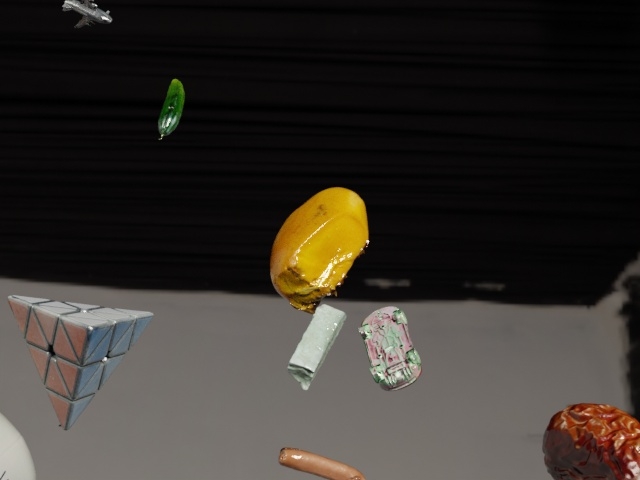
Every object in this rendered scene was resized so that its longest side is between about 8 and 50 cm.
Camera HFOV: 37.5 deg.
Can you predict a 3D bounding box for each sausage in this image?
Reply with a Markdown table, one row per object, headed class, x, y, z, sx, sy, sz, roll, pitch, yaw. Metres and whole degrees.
| class | x | y | z | sx | sy | sz | roll | pitch | yaw |
| --- | --- | --- | --- | --- | --- | --- | --- | --- | --- |
| sausage | 0.008 | 0.420 | 1.730 | 0.043 | 0.186 | 0.043 | -48 | -151 | 37 |

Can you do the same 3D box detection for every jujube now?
| class | x | y | z | sx | sy | sz | roll | pitch | yaw |
| --- | --- | --- | --- | --- | --- | --- | --- | --- | --- |
| jujube | 0.586 | 0.445 | 1.900 | 0.342 | 0.217 | 0.216 | -150 | -119 | -78 |

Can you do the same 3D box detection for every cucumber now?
| class | x | y | z | sx | sy | sz | roll | pitch | yaw |
| --- | --- | --- | --- | --- | --- | --- | --- | --- | --- |
| cucumber | -0.277 | -0.250 | 1.773 | 0.039 | 0.039 | 0.167 | 92 | 2 | -48 |

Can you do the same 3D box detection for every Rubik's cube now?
| class | x | y | z | sx | sy | sz | roll | pitch | yaw |
| --- | --- | --- | --- | --- | --- | --- | --- | --- | --- |
| Rubik's cube | -0.504 | 0.214 | 1.966 | 0.228 | 0.233 | 0.228 | 55 | 15 | -40 |

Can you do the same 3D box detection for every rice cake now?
| class | x | y | z | sx | sy | sz | roll | pitch | yaw |
| --- | --- | --- | --- | --- | --- | --- | --- | --- | --- |
| rice cake | -0.011 | 0.229 | 2.099 | 0.206 | 0.069 | 0.063 | -57 | 166 | -37 |

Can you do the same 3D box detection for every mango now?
| class | x | y | z | sx | sy | sz | roll | pitch | yaw |
| --- | --- | --- | --- | --- | --- | --- | --- | --- | --- |
| mango | 0.000 | 0.000 | 1.629 | 0.126 | 0.154 | 0.252 | 47 | 49 | -26 |

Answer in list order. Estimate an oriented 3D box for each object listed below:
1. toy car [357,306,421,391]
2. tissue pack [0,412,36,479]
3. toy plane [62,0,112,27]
| class | x | y | z | sx | sy | sz | roll | pitch | yaw |
| --- | --- | --- | --- | --- | --- | --- | --- | --- | --- |
| toy car | 0.099 | 0.152 | 1.317 | 0.055 | 0.069 | 0.142 | 57 | 11 | -36 |
| tissue pack | -0.641 | 0.437 | 1.559 | 0.229 | 0.236 | 0.333 | -28 | -169 | 49 |
| toy plane | -0.362 | -0.359 | 1.467 | 0.078 | 0.083 | 0.031 | 110 | -1 | -49 |
